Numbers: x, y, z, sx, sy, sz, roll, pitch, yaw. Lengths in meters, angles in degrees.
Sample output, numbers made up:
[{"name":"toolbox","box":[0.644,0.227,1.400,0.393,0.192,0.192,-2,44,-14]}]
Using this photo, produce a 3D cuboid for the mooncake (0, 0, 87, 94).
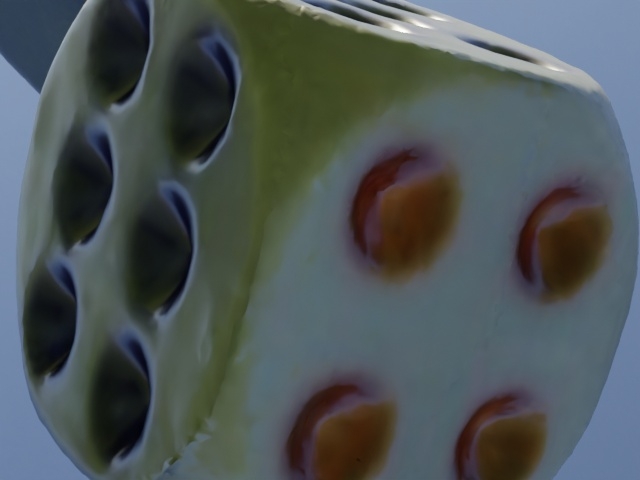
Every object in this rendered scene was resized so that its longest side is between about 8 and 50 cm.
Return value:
[{"name":"mooncake","box":[-0.156,-0.231,1.308,0.351,0.351,0.187,16,-120,24]}]

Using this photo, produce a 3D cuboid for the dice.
[{"name":"dice","box":[0.000,0.000,0.737,0.243,0.251,0.259,32,-71,51]}]
